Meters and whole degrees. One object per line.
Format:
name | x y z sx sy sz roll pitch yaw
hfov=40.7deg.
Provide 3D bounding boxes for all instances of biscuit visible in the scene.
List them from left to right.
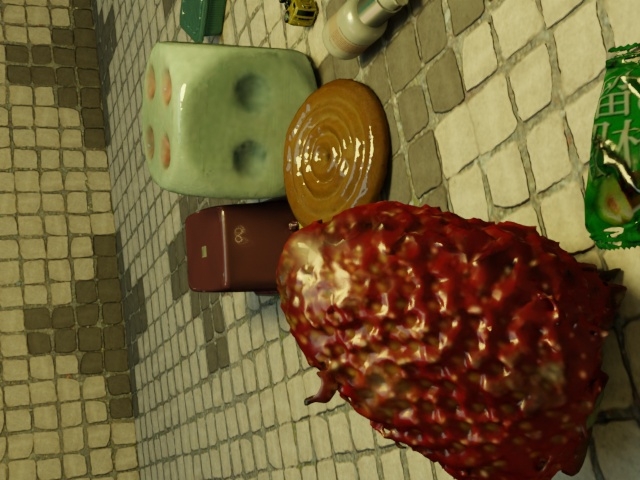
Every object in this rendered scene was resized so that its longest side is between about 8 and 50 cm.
biscuit | 0.015 -0.134 1.386 0.262 0.037 0.262 -9 79 52

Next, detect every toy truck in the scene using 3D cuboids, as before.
toy truck | -0.038 -0.418 1.527 0.054 0.049 0.083 124 138 -50

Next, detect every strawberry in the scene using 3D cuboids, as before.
strawberry | 0.120 0.113 0.895 0.292 0.343 0.292 -174 90 -82

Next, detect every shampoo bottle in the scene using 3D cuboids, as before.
shampoo bottle | 0.068 -0.332 1.275 0.192 0.074 0.074 153 113 -64

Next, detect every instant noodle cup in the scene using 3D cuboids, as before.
instant noodle cup | -0.265 -0.550 1.976 0.157 0.070 0.179 52 137 49

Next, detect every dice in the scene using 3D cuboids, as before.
dice | -0.169 -0.222 1.569 0.268 0.264 0.262 27 117 61

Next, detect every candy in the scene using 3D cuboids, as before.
candy | 0.306 -0.090 0.791 0.141 0.078 0.203 5 85 54

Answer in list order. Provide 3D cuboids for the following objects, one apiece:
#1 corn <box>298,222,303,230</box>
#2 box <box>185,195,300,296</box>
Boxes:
corn | 0.000 0.000 1.467 0.085 0.063 0.165 107 153 -64
box | -0.149 0.017 1.665 0.294 0.167 0.193 170 96 -65
